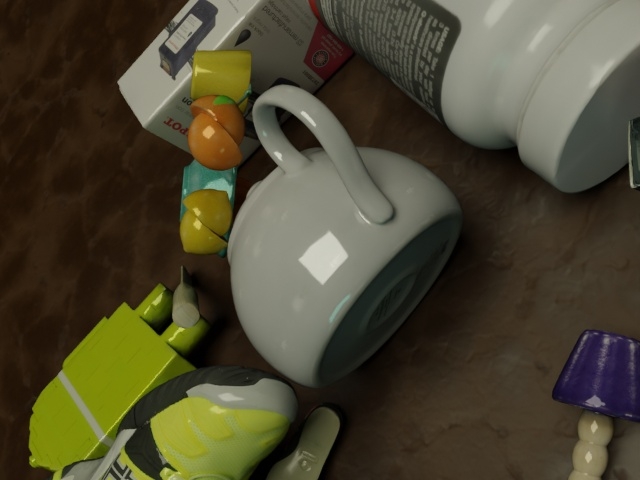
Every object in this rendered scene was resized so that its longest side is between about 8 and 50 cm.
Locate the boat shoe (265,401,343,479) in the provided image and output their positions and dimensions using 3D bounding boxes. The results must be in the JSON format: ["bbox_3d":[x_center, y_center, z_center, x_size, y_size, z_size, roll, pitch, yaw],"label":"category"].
[{"bbox_3d":[-0.017,0.235,0.707,0.048,0.042,0.133,31,94,9],"label":"boat shoe"}]

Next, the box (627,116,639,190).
[{"bbox_3d":[0.333,-0.061,0.389,0.220,0.175,0.051,-17,65,53],"label":"box"}]

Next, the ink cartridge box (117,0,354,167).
[{"bbox_3d":[-0.104,-0.215,0.818,0.237,0.172,0.100,-43,57,14],"label":"ink cartridge box"}]

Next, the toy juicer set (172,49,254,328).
[{"bbox_3d":[-0.110,-0.027,0.722,0.209,0.089,0.329,-105,24,-56],"label":"toy juicer set"}]

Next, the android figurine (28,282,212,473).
[{"bbox_3d":[-0.254,0.183,0.810,0.248,0.056,0.273,24,71,48],"label":"android figurine"}]

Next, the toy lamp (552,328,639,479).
[{"bbox_3d":[0.217,0.212,0.545,0.080,0.080,0.275,8,79,33],"label":"toy lamp"}]

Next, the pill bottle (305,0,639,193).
[{"bbox_3d":[0.156,-0.220,0.638,0.210,0.210,0.363,-47,57,11],"label":"pill bottle"}]

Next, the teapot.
[{"bbox_3d":[0.000,0.000,0.631,0.187,0.252,0.256,41,111,21],"label":"teapot"}]

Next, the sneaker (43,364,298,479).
[{"bbox_3d":[-0.155,0.259,0.635,0.384,0.145,0.147,-42,40,25],"label":"sneaker"}]
